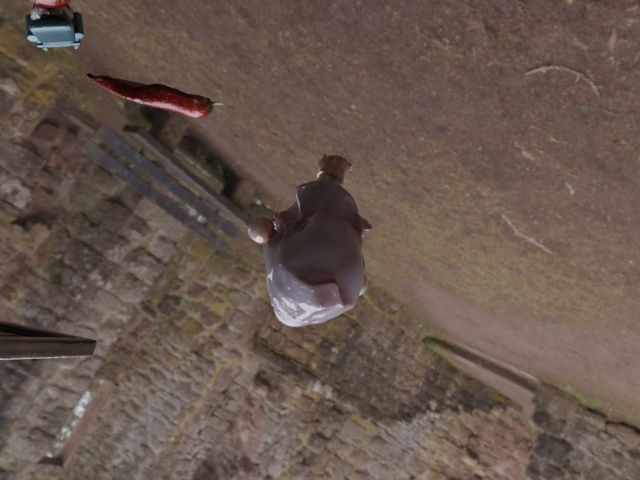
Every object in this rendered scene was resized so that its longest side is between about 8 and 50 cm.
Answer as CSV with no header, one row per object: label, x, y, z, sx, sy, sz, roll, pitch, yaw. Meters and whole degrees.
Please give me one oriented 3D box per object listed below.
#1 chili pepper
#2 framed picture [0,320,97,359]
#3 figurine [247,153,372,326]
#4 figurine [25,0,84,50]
chili pepper,-0.202,-0.175,0.680,0.178,0.027,0.045,15,-176,2
framed picture,-0.379,0.068,0.456,0.240,0.020,0.324,7,172,17
figurine,0.000,0.000,0.797,0.200,0.276,0.133,30,133,-21
figurine,-0.322,-0.290,0.672,0.068,0.075,0.140,-5,158,-17
